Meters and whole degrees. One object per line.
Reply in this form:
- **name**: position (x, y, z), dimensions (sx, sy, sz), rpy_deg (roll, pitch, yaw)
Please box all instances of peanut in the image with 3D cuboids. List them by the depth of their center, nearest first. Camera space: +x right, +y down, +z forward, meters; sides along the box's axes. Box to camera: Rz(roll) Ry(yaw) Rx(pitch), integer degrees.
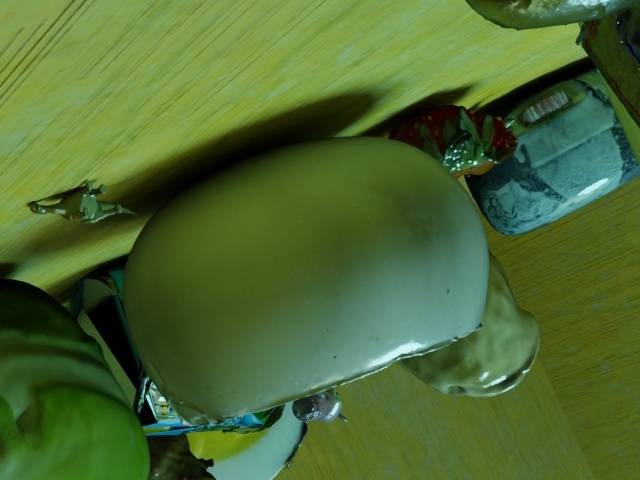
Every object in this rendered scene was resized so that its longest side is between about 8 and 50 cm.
- **peanut**: position (0.068, 0.040, 1.547), dimensions (0.340, 0.158, 0.174), rpy_deg (17, -160, 19)

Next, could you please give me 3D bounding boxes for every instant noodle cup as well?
- **instant noodle cup**: position (-0.162, 0.112, 1.670), dimensions (0.178, 0.240, 0.240), rpy_deg (-7, 166, -36)

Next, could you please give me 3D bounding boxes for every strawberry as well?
- **strawberry**: position (0.122, -0.093, 1.533), dimensions (0.140, 0.085, 0.192), rpy_deg (-28, 175, 36)

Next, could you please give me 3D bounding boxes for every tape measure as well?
- **tape measure**: position (0.298, -0.120, 1.806), dimensions (0.275, 0.147, 0.256), rpy_deg (-28, 178, -10)

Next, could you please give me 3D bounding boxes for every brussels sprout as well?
- **brussels sprout**: position (-0.309, 0.177, 1.313), dimensions (0.315, 0.275, 0.371), rpy_deg (-11, 167, -9)

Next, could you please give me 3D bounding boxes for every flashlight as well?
- **flashlight**: position (-0.002, 0.140, 1.329), dimensions (0.031, 0.052, 0.110), rpy_deg (-55, 169, 3)

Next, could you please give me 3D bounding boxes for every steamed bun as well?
- **steamed bun**: position (-0.016, 0.022, 1.319), dimensions (0.324, 0.206, 0.324), rpy_deg (-20, 179, 0)

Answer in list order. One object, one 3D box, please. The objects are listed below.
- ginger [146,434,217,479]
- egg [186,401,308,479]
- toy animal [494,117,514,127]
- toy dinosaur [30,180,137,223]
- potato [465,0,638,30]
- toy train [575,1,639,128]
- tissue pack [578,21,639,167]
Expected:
- **ginger**: position (-0.285, 0.241, 1.720), dimensions (0.358, 0.152, 0.274), rpy_deg (18, -169, -14)
- **egg**: position (-0.178, 0.179, 1.950), dimensions (0.337, 0.337, 0.201), rpy_deg (-25, -167, 8)
- **toy animal**: position (0.140, -0.098, 1.728), dimensions (0.220, 0.069, 0.086), rpy_deg (-22, -159, 50)
- **toy dinosaur**: position (-0.165, -0.026, 1.128), dimensions (0.041, 0.026, 0.113), rpy_deg (-19, 171, 37)
- **potato**: position (0.169, -0.170, 0.868), dimensions (0.188, 0.085, 0.105), rpy_deg (-20, 174, 4)
- **toy train**: position (0.300, -0.170, 1.018), dimensions (0.261, 0.134, 0.177), rpy_deg (-23, 157, -15)
- **tissue pack**: position (0.295, -0.116, 1.198), dimensions (0.125, 0.234, 0.159), rpy_deg (-25, 175, 19)
